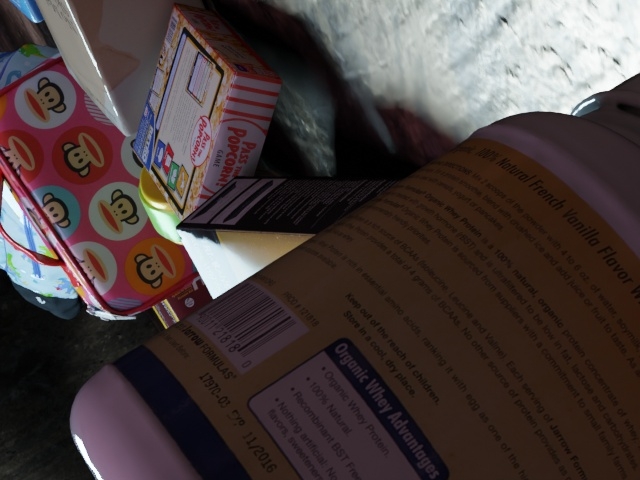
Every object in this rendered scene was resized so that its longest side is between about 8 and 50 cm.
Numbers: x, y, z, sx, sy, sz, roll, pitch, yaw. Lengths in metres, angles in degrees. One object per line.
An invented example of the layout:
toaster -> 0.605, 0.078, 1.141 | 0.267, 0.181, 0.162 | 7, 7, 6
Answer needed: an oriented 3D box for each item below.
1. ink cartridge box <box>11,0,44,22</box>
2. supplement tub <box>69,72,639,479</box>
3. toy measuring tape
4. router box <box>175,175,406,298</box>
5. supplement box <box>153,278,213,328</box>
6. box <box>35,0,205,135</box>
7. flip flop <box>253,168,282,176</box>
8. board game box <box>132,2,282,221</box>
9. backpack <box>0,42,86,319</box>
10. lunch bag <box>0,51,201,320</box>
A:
ink cartridge box -> -0.333, -0.404, 1.485 | 0.223, 0.129, 0.307 | 43, 161, 50
supplement tub -> 0.072, 0.082, 0.675 | 0.228, 0.316, 0.228 | 54, 167, 18
toy measuring tape -> -0.114, -0.012, 1.432 | 0.330, 0.121, 0.121 | -101, -8, -49
router box -> 0.050, 0.096, 1.164 | 0.243, 0.081, 0.308 | 2, 127, 48
supplement box -> -0.167, 0.023, 1.895 | 0.191, 0.129, 0.194 | 59, 168, -6
box -> -0.203, -0.262, 1.351 | 0.148, 0.121, 0.311 | 45, 163, 42
flip flop -> 0.000, 0.000, 1.340 | 0.112, 0.080, 0.277 | 45, 177, 29
board game box -> -0.103, -0.106, 1.286 | 0.193, 0.045, 0.146 | 52, 128, 57
backpack -> -0.361, -0.106, 2.008 | 0.273, 0.290, 0.355 | 24, 155, -2
lunch bag -> -0.230, -0.065, 1.619 | 0.293, 0.258, 0.120 | 59, 167, -6
